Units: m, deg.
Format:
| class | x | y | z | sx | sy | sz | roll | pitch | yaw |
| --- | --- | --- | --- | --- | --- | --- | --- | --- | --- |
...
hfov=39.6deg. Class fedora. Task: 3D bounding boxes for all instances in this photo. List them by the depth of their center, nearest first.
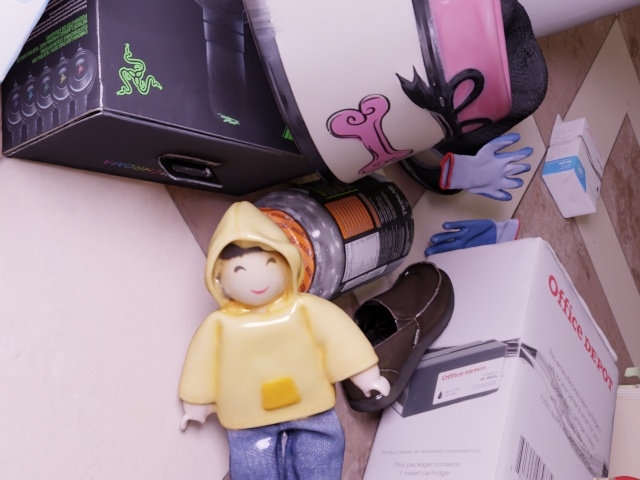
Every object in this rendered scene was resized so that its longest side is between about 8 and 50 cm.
| class | x | y | z | sx | sy | sz | roll | pitch | yaw |
| --- | --- | --- | --- | --- | --- | --- | --- | --- | --- |
| fedora | 0.196 | -0.224 | 1.161 | 0.334 | 0.152 | 0.334 | 21 | 63 | -49 |

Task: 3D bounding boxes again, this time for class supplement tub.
| class | x | y | z | sx | sy | sz | roll | pitch | yaw |
| --- | --- | --- | --- | --- | --- | --- | --- | --- | --- |
| supplement tub | 0.000 | 0.000 | 0.859 | 0.190 | 0.117 | 0.117 | -19 | 95 | -54 |

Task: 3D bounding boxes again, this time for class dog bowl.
| class | x | y | z | sx | sy | sz | roll | pitch | yaw |
| --- | --- | --- | --- | --- | --- | --- | --- | --- | --- |
| dog bowl | 0.053 | -0.253 | 0.689 | 0.408 | 0.150 | 0.408 | -8 | 90 | -75 |

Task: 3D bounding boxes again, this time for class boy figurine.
| class | x | y | z | sx | sy | sz | roll | pitch | yaw |
| --- | --- | --- | --- | --- | --- | --- | --- | --- | --- |
| boy figurine | -0.032 | 0.109 | 0.734 | 0.092 | 0.177 | 0.285 | -80 | 165 | -77 |

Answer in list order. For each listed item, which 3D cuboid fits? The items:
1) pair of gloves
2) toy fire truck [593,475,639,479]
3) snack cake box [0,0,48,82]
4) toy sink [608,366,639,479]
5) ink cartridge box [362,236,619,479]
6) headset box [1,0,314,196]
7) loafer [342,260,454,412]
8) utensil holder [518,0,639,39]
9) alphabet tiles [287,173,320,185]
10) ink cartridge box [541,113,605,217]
| class | x | y | z | sx | sy | sz | roll | pitch | yaw |
| --- | --- | --- | --- | --- | --- | --- | --- | --- | --- |
| pair of gloves | 0.204 | -0.042 | 1.143 | 0.159 | 0.023 | 0.198 | -8 | 118 | -32 |
| toy fire truck | 0.317 | 0.310 | 0.975 | 0.192 | 0.047 | 0.135 | -47 | 121 | -50 |
| snack cake box | -0.200 | -0.237 | 0.542 | 0.089 | 0.152 | 0.264 | 37 | 76 | -50 |
| toy sink | 0.501 | 0.295 | 1.442 | 0.153 | 0.131 | 0.234 | 13 | 73 | -52 |
| ink cartridge box | 0.210 | 0.238 | 1.028 | 0.285 | 0.166 | 0.395 | 52 | 43 | -34 |
| headset box | -0.120 | -0.179 | 0.726 | 0.246 | 0.131 | 0.283 | 9 | 73 | -48 |
| loafer | 0.084 | 0.088 | 0.976 | 0.078 | 0.080 | 0.220 | 60 | 40 | -24 |
| utensil holder | 0.419 | -0.503 | 1.348 | 0.327 | 0.385 | 0.327 | 22 | 62 | -49 |
| alphabet tiles | -0.045 | -0.226 | 0.955 | 0.285 | 0.011 | 0.342 | 15 | 68 | -51 |
| ink cartridge box | 0.447 | -0.140 | 1.555 | 0.104 | 0.060 | 0.180 | 53 | 43 | -30 |
